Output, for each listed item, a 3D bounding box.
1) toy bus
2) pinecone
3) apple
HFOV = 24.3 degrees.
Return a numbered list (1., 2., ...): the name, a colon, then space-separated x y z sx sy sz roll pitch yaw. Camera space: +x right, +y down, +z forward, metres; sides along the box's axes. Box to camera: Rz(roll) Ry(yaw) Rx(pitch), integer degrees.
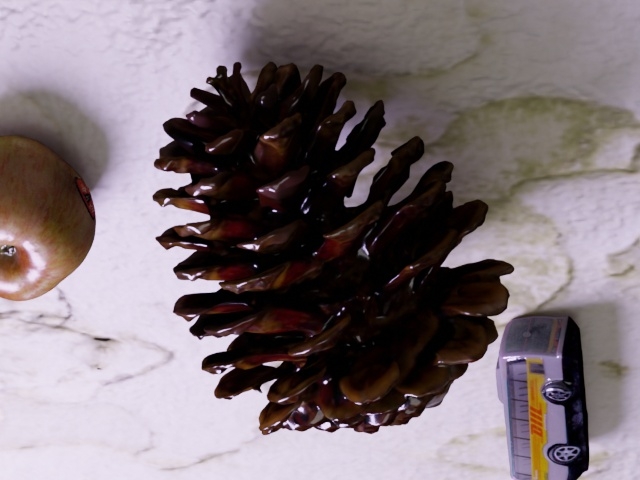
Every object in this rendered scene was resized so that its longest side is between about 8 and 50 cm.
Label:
1. toy bus: 0.189 0.138 1.260 0.072 0.057 0.172 3 132 17
2. pinecone: -0.002 0.001 1.065 0.246 0.246 0.292 -23 105 25
3. apple: -0.239 -0.016 1.143 0.126 0.102 0.126 4 131 4
